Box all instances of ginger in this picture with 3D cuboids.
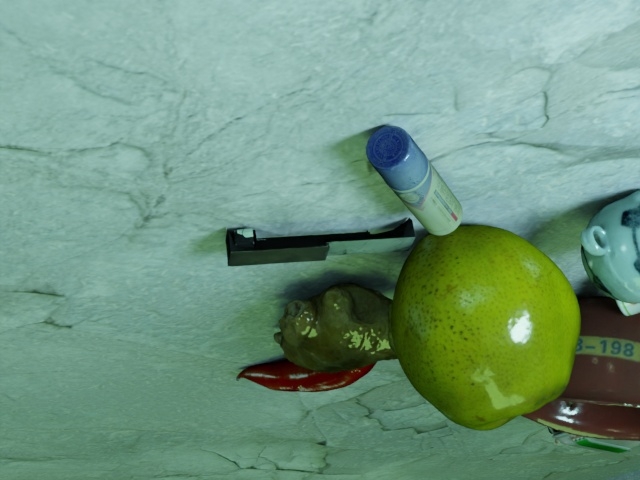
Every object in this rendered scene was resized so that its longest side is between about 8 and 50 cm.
[{"bbox_3d":[0.012,0.152,1.720,0.270,0.123,0.219,-23,145,36],"label":"ginger"}]

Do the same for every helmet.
[{"bbox_3d":[0.519,0.216,1.871,0.385,0.230,0.337,4,161,23],"label":"helmet"}]

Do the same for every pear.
[{"bbox_3d":[0.231,0.115,1.520,0.294,0.294,0.294,-7,157,-3],"label":"pear"}]

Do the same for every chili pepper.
[{"bbox_3d":[0.008,0.219,1.921,0.137,0.092,0.368,23,140,-32],"label":"chili pepper"}]

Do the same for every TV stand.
[{"bbox_3d":[0.000,0.000,1.468,0.256,0.040,0.049,-4,155,-10],"label":"TV stand"}]

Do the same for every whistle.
[{"bbox_3d":[0.470,0.017,1.519,0.289,0.163,0.163,10,151,-35],"label":"whistle"}]

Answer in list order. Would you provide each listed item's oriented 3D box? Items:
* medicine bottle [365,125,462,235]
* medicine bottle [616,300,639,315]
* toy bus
[{"bbox_3d":[0.119,-0.070,1.323,0.059,0.059,0.231,-16,156,17],"label":"medicine bottle"},{"bbox_3d":[0.571,0.060,1.737,0.183,0.086,0.086,-19,155,25],"label":"medicine bottle"},{"bbox_3d":[0.585,0.361,2.315,0.143,0.179,0.305,-23,152,31],"label":"toy bus"}]
